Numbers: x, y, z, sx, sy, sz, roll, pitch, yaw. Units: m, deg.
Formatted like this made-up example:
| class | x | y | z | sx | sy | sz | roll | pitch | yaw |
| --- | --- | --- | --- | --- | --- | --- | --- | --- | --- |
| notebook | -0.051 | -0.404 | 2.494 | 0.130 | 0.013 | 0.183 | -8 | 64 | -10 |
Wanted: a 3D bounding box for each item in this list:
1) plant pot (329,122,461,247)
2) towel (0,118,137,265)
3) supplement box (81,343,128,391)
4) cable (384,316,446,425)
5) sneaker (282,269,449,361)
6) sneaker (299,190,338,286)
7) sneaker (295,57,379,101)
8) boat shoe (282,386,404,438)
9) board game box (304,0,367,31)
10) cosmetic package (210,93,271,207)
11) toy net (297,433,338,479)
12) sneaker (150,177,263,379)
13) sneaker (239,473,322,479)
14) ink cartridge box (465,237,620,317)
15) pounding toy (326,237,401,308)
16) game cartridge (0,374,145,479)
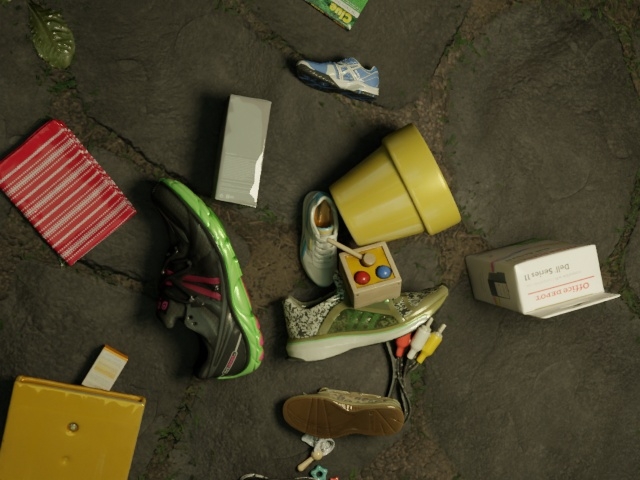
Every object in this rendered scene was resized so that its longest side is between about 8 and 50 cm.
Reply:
| class | x | y | z | sx | sy | sz | roll | pitch | yaw |
| --- | --- | --- | --- | --- | --- | --- | --- | --- | --- |
| plant pot | 0.160 | -0.105 | 1.828 | 0.239 | 0.254 | 0.253 | -26 | 99 | 5 |
| towel | -0.570 | -0.108 | 1.763 | 0.199 | 0.031 | 0.274 | -40 | 101 | -7 |
| supplement box | -0.487 | 0.293 | 1.800 | 0.062 | 0.036 | 0.098 | 33 | 86 | -13 |
| cable | 0.197 | 0.312 | 1.937 | 0.140 | 0.072 | 0.287 | 18 | 89 | -8 |
| sneaker | 0.092 | 0.146 | 1.832 | 0.411 | 0.158 | 0.182 | -18 | 95 | 1 |
| sneaker | 0.000 | 0.000 | 1.864 | 0.088 | 0.092 | 0.228 | -7 | 99 | -13 |
| sneaker | 0.041 | -0.389 | 1.864 | 0.211 | 0.080 | 0.081 | 13 | 84 | -23 |
| boat shoe | 0.053 | 0.409 | 1.898 | 0.286 | 0.089 | 0.104 | 7 | 103 | 0 |
| board game box | -0.005 | -0.619 | 1.860 | 0.260 | 0.030 | 0.136 | 33 | 84 | -12 |
| cosmetic package | -0.181 | -0.201 | 1.795 | 0.107 | 0.127 | 0.237 | 11 | 93 | -13 |
| toy net | 0.004 | 0.553 | 1.921 | 0.122 | 0.045 | 0.232 | 8 | 91 | -12 |
| sneaker | -0.280 | 0.093 | 1.762 | 0.202 | 0.185 | 0.482 | -21 | 96 | -15 |
| sneaker | -0.085 | 0.589 | 1.839 | 0.235 | 0.106 | 0.078 | 4 | 85 | 6 |
| ink cartridge box | 0.505 | 0.079 | 1.847 | 0.207 | 0.353 | 0.119 | -14 | 96 | -12 |
| pounding toy | 0.095 | 0.060 | 1.774 | 0.130 | 0.100 | 0.141 | -15 | 57 | -8 |
| game cartridge | -0.565 | 0.479 | 1.773 | 0.286 | 0.052 | 0.323 | 13 | 100 | -13 |
